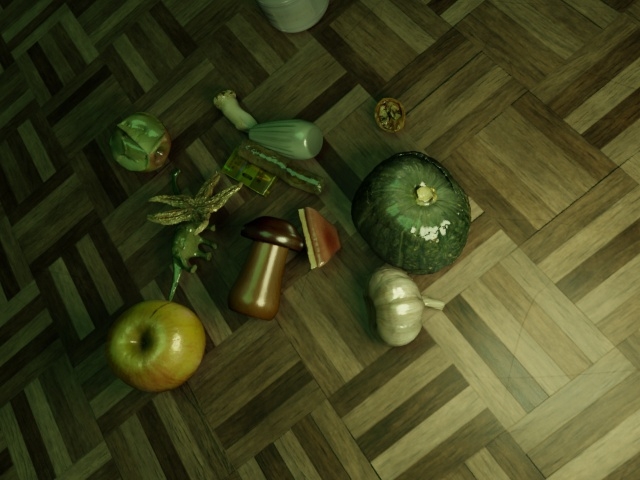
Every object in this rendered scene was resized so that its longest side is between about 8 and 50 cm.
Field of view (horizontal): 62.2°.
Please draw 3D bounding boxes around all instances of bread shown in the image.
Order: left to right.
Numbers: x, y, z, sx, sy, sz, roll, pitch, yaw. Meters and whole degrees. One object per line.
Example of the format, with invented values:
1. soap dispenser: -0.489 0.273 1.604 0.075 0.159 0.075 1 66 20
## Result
1. bread: -0.001 0.000 1.565 0.067 0.119 0.192 -30 61 41

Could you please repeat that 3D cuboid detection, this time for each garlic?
1. garlic: 0.227 0.166 1.404 0.212 0.218 0.218 -6 69 -13

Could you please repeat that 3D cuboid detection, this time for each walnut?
1. walnut: 0.216 -0.376 1.629 0.091 0.052 0.121 -18 71 12

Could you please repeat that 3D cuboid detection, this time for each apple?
1. apple: -0.619 -0.334 1.848 0.188 0.174 0.207 36 86 5
2. apple: -0.478 0.306 1.565 0.286 0.233 0.286 -5 71 14

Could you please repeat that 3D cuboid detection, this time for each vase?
1. vase: -0.119 -0.328 1.698 0.248 0.128 0.128 13 78 32

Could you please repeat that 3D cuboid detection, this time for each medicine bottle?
1. medicine bottle: -0.121 -0.875 1.762 0.245 0.306 0.245 -5 73 18

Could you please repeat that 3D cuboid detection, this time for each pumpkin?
1. pumpkin: 0.250 -0.073 1.415 0.327 0.257 0.291 41 73 16

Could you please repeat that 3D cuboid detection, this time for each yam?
1. yam: -0.126 -0.230 1.669 0.317 0.071 0.067 28 50 13

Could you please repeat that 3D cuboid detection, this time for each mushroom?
1. mushroom: -0.284 -0.436 1.818 0.084 0.071 0.209 -31 65 -24

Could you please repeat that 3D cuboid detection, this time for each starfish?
1. starfish: -0.394 -0.120 1.700 0.302 0.060 0.299 -38 45 -26

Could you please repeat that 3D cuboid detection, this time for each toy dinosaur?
1. toy dinosaur: -0.483 -0.019 1.748 0.301 0.087 0.447 21 75 23

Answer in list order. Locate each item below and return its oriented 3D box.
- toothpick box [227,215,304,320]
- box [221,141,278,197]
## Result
1. toothpick box: -0.166 0.076 1.557 0.192 0.192 0.294 15 85 23
2. box: -0.224 -0.235 1.753 0.193 0.030 0.121 30 86 25
